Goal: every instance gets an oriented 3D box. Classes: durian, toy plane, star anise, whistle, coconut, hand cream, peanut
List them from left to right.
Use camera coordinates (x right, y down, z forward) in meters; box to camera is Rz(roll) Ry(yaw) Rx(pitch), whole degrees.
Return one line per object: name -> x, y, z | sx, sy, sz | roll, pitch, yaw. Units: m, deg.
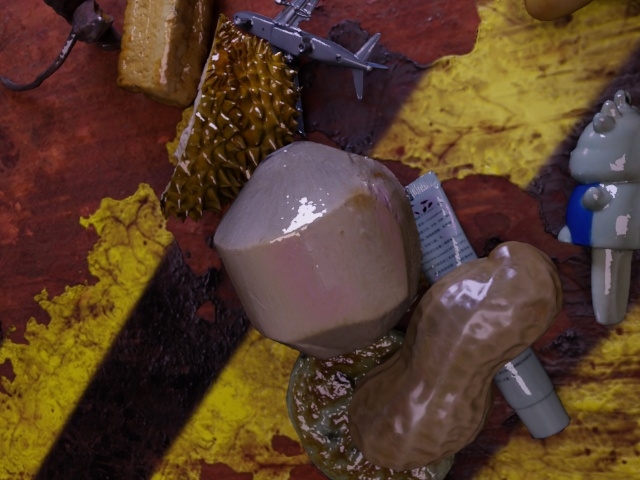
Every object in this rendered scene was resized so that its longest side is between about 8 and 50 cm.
star anise -> -0.397, -0.278, 0.754 | 0.227, 0.148, 0.218 | -42, 40, 8
durian -> -0.108, -0.116, 0.647 | 0.249, 0.138, 0.183 | -52, 34, 34
toy plane -> -0.025, -0.249, 0.669 | 0.226, 0.058, 0.225 | 24, 120, 14
coconut -> -0.002, 0.002, 0.593 | 0.241, 0.241, 0.241 | 2, 97, 19
peanut -> 0.142, 0.131, 0.571 | 0.136, 0.120, 0.298 | 28, 108, -9
hand cream -> 0.184, 0.078, 0.635 | 0.085, 0.058, 0.331 | -33, 85, 22
whistle -> 0.307, -0.033, 0.562 | 0.092, 0.110, 0.244 | 9, 101, 50

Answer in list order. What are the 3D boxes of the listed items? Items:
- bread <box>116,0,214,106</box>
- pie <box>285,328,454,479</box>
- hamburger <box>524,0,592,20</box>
bread -> -0.204, -0.289, 0.710 | 0.114, 0.083, 0.210 | 18, 102, 21
pie -> 0.065, 0.221, 0.696 | 0.241, 0.054, 0.240 | 2, 96, 20
hamburger -> 0.311, -0.340, 0.475 | 0.261, 0.186, 0.302 | 42, 98, 8
